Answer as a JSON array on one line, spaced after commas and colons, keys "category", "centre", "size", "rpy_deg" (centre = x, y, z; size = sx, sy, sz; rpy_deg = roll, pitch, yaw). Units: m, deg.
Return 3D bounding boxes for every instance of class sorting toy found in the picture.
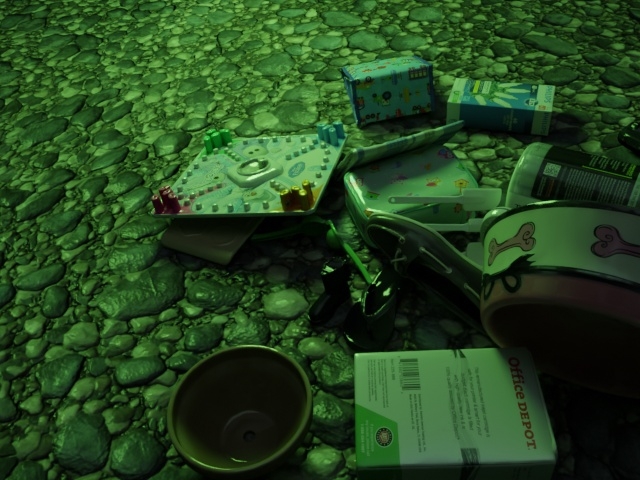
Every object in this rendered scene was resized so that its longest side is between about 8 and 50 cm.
[{"category": "sorting toy", "centre": [-0.236, -0.038, 1.529], "size": [0.193, 0.038, 0.208], "rpy_deg": [16, 52, 23]}]

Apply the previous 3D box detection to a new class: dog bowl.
[{"category": "dog bowl", "centre": [0.434, 0.111, 1.027], "size": [0.407, 0.408, 0.150], "rpy_deg": [16, 67, 23]}]

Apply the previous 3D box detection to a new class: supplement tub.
[{"category": "supplement tub", "centre": [0.552, -0.073, 1.335], "size": [0.316, 0.194, 0.193], "rpy_deg": [19, 49, 27]}]

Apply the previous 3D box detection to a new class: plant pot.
[{"category": "plant pot", "centre": [-0.124, 0.298, 1.093], "size": [0.237, 0.110, 0.237], "rpy_deg": [-4, 43, 4]}]

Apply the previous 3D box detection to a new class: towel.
[{"category": "towel", "centre": [0.176, -0.212, 1.555], "size": [0.285, 0.209, 0.034], "rpy_deg": [-18, 84, -14]}]

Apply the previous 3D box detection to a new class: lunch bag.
[{"category": "lunch bag", "centre": [0.202, -0.103, 1.481], "size": [0.279, 0.108, 0.224], "rpy_deg": [-16, 42, -9]}, {"category": "lunch bag", "centre": [0.181, -0.460, 1.868], "size": [0.220, 0.138, 0.293], "rpy_deg": [-10, 33, 1]}]

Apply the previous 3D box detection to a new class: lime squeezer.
[{"category": "lime squeezer", "centre": [0.000, 0.000, 1.436], "size": [0.310, 0.059, 0.110], "rpy_deg": [21, 49, 26]}]

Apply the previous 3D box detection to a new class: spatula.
[{"category": "spatula", "centre": [0.261, -0.023, 1.361], "size": [0.241, 0.168, 0.019], "rpy_deg": [-1, -1, -6]}]

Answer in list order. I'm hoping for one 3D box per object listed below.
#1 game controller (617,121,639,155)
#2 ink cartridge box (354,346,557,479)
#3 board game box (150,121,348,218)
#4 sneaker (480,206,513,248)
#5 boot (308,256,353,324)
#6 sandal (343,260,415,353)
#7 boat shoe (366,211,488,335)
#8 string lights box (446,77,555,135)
[{"category": "game controller", "centre": [0.860, -0.198, 1.537], "size": [0.166, 0.067, 0.319], "rpy_deg": [-15, 42, -29]}, {"category": "ink cartridge box", "centre": [0.200, 0.289, 1.047], "size": [0.289, 0.122, 0.211], "rpy_deg": [-3, 43, 5]}, {"category": "board game box", "centre": [-0.160, -0.178, 1.583], "size": [0.389, 0.050, 0.390], "rpy_deg": [0, 34, 16]}, {"category": "sneaker", "centre": [0.395, -0.006, 1.232], "size": [0.102, 0.282, 0.161], "rpy_deg": [-9, 49, 43]}, {"category": "boot", "centre": [0.016, 0.096, 1.297], "size": [0.045, 0.099, 0.121], "rpy_deg": [29, 54, 35]}, {"category": "sandal", "centre": [0.115, 0.116, 1.294], "size": [0.097, 0.055, 0.254], "rpy_deg": [13, 47, 21]}, {"category": "boat shoe", "centre": [0.218, 0.060, 1.262], "size": [0.335, 0.112, 0.095], "rpy_deg": [32, 61, 13]}, {"category": "string lights box", "centre": [0.472, -0.352, 1.732], "size": [0.259, 0.077, 0.133], "rpy_deg": [9, 44, 16]}]
